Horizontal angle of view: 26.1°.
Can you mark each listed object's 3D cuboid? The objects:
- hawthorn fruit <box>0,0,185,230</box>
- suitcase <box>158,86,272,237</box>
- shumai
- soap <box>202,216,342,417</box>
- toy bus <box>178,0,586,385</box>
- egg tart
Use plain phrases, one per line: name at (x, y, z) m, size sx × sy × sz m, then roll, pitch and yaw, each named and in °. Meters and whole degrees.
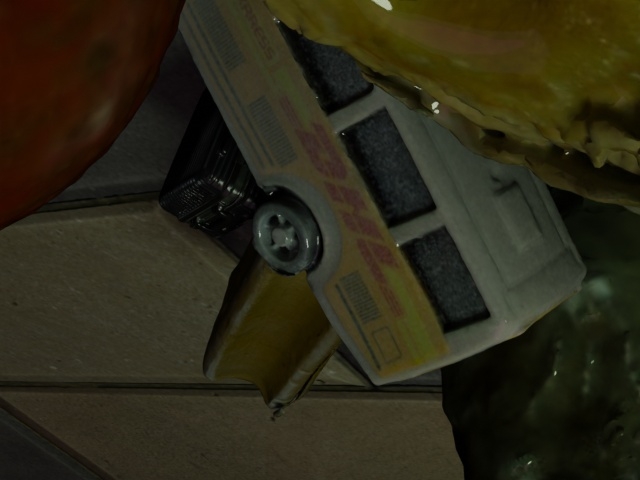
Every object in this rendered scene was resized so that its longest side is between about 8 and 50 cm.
hawthorn fruit at (-0.261, -0.174, 0.566) m, size 0.402 × 0.403 × 0.403 m, roll 16°, pitch 152°, yaw 9°
suitcase at (-0.058, -0.068, 0.937) m, size 0.059 × 0.126 × 0.086 m, roll 31°, pitch 151°, yaw -20°
shumai at (0.288, 0.075, 0.784) m, size 0.348 × 0.395 × 0.395 m, roll -34°, pitch 123°, yaw 30°
soap at (0.000, 0.000, 0.968) m, size 0.089 × 0.173 × 0.274 m, roll 25°, pitch 152°, yaw -4°
toy bus at (0.001, -0.097, 0.700) m, size 0.138 × 0.097 × 0.343 m, roll -24°, pitch 93°, yaw 47°
egg tart at (0.076, -0.112, 0.491) m, size 0.288 × 0.118 × 0.288 m, roll 29°, pitch 164°, yaw 9°
